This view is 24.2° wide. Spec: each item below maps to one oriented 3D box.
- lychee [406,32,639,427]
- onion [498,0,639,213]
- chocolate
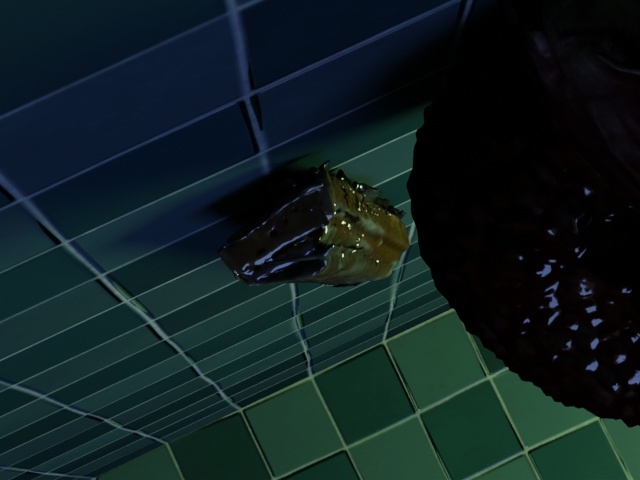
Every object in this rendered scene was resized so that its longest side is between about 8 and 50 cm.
[{"bbox_3d":[0.183,-0.024,0.863,0.261,0.260,0.260,-25,171,-4],"label":"lychee"},{"bbox_3d":[0.179,-0.121,0.429,0.281,0.221,0.281,-43,-167,12],"label":"onion"},{"bbox_3d":[0.005,0.004,1.079,0.102,0.065,0.329,-28,172,8],"label":"chocolate"}]
